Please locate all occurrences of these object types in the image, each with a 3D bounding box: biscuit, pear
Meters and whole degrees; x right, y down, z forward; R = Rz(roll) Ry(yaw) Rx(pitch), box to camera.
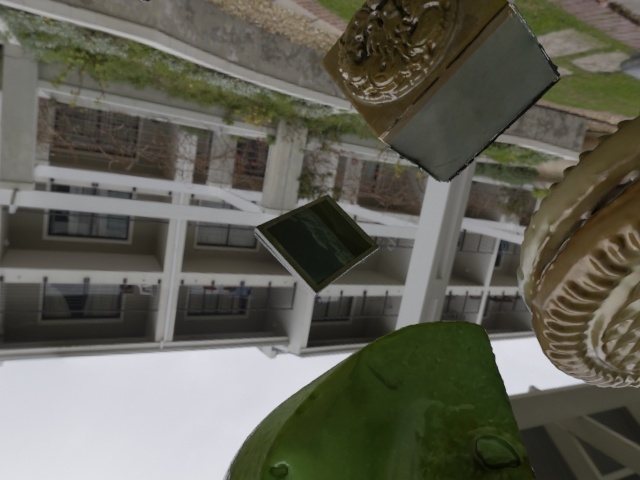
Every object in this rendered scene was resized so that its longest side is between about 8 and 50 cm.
[{"bbox_3d":[0.268,0.011,0.314,0.259,0.259,0.079,8,-140,-14],"label":"biscuit"},{"bbox_3d":[0.054,0.275,0.458,0.318,0.238,0.342,1,-125,-13],"label":"pear"}]

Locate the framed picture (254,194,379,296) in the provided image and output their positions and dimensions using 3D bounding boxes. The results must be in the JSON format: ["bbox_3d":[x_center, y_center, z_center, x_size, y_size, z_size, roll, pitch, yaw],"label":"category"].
[{"bbox_3d":[0.000,0.000,0.979,0.189,0.023,0.260,47,-138,12],"label":"framed picture"}]

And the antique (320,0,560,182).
[{"bbox_3d":[0.104,-0.165,0.424,0.148,0.146,0.151,20,-147,-45],"label":"antique"}]
